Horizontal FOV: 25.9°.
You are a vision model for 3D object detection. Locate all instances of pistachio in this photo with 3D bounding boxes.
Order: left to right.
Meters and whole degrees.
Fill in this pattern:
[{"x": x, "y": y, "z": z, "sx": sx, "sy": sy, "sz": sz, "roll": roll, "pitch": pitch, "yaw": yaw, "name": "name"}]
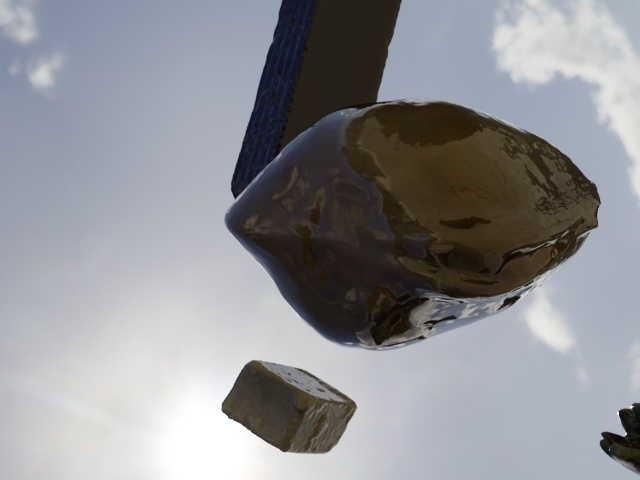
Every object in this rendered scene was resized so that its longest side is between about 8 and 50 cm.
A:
[{"x": 0.067, "y": -0.015, "z": 0.922, "sx": 0.260, "sy": 0.212, "sz": 0.163, "roll": -8, "pitch": -69, "yaw": -55, "name": "pistachio"}]

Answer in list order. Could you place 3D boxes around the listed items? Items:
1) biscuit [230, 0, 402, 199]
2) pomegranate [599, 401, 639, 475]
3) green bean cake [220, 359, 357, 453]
[{"x": 0.010, "y": -0.194, "z": 1.413, "sx": 0.107, "sy": 0.073, "sz": 0.388, "roll": 27, "pitch": -113, "yaw": -32, "name": "biscuit"}, {"x": 0.519, "y": 0.368, "z": 1.950, "sx": 0.306, "sy": 0.242, "sz": 0.242, "roll": 30, "pitch": -164, "yaw": 16, "name": "pomegranate"}, {"x": -0.038, "y": 0.215, "z": 1.785, "sx": 0.109, "sy": 0.085, "sz": 0.179, "roll": 29, "pitch": -177, "yaw": 23, "name": "green bean cake"}]
